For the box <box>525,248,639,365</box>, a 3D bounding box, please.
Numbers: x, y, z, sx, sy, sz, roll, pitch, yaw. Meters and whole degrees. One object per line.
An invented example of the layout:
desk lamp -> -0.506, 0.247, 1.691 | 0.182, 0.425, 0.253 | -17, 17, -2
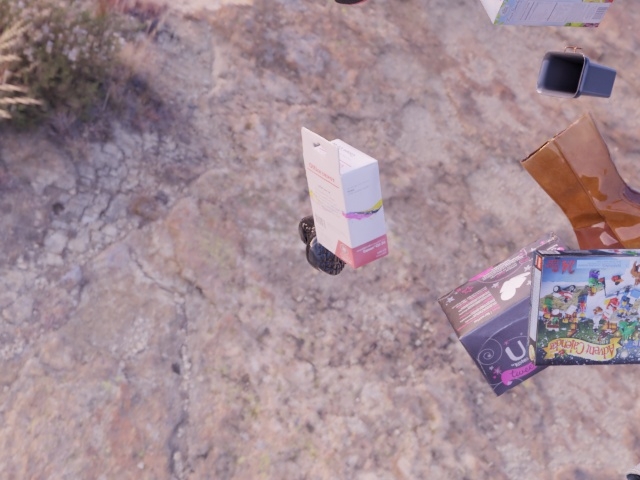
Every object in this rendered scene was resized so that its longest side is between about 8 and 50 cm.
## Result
box -> 0.413, 0.094, 1.106 | 0.233, 0.159, 0.044 | -1, 13, -4

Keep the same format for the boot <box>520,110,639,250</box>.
boot -> 0.525, -0.098, 1.341 | 0.280, 0.264, 0.096 | 58, 31, 0

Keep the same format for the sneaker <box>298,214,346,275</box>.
sneaker -> 0.000, 0.000, 1.647 | 0.124, 0.107, 0.283 | 7, 14, 18

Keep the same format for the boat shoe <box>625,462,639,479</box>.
boat shoe -> 0.686, 0.505, 1.590 | 0.227, 0.081, 0.079 | 88, -22, -87

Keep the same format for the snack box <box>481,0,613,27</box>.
snack box -> 0.368, -0.447, 1.345 | 0.207, 0.070, 0.175 | -5, 54, -16

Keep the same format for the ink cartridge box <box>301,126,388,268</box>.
ink cartridge box -> 0.036, -0.073, 1.163 | 0.067, 0.198, 0.115 | -23, 33, -22

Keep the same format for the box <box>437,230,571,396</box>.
box -> 0.366, 0.133, 1.403 | 0.163, 0.247, 0.142 | 55, 9, -25

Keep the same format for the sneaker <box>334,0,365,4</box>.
sneaker -> -0.038, -0.428, 1.072 | 0.313, 0.116, 0.136 | 29, 48, 7

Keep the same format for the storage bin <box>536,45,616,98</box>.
storage bin -> 0.494, -0.317, 1.502 | 0.091, 0.098, 0.135 | 6, 13, -21
